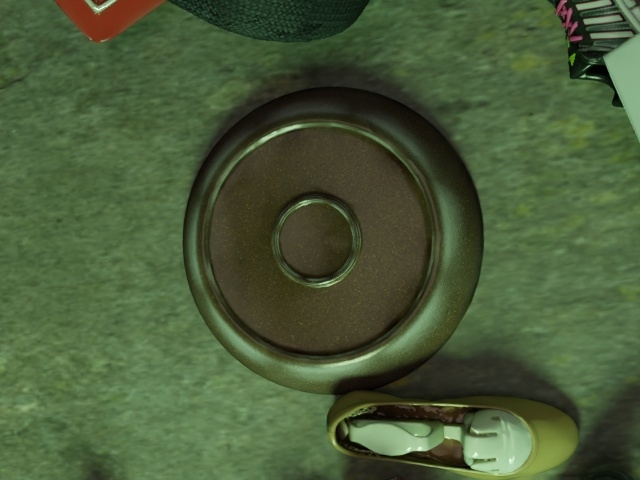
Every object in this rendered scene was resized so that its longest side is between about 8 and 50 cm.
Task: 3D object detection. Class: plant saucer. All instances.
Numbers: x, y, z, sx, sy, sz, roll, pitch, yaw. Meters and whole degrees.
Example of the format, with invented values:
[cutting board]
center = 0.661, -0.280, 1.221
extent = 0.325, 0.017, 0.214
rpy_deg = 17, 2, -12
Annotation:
[plant saucer]
center = 0.000, 0.000, 0.687
extent = 0.311, 0.050, 0.310
rpy_deg = 0, 90, 14

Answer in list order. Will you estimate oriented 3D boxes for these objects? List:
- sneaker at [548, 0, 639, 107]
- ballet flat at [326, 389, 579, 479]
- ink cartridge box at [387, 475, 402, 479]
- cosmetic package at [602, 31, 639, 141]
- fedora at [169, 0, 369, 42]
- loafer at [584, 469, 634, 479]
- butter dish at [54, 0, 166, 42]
[sneaker]
center = 0.238, -0.184, 0.623
extent = 0.170, 0.063, 0.075
rpy_deg = 45, 93, 5
[ballet flat]
center = 0.117, 0.183, 0.643
extent = 0.232, 0.073, 0.080
rpy_deg = -1, 90, 13
[ink cartridge box]
center = 0.078, 0.330, 0.629
extent = 0.067, 0.115, 0.198
rpy_deg = -24, 85, 12
[cosmetic package]
center = 0.383, -0.144, 0.416
extent = 0.197, 0.365, 0.155
rpy_deg = -20, 85, -22
[fedora]
center = -0.055, -0.273, 0.615
extent = 0.334, 0.334, 0.152
rpy_deg = 31, 127, 12
[loafer]
center = 0.214, 0.338, 0.615
extent = 0.095, 0.109, 0.302
rpy_deg = 27, 102, -7
[butter dish]
center = -0.216, -0.315, 0.713
extent = 0.160, 0.118, 0.160
rpy_deg = -32, 124, 8
